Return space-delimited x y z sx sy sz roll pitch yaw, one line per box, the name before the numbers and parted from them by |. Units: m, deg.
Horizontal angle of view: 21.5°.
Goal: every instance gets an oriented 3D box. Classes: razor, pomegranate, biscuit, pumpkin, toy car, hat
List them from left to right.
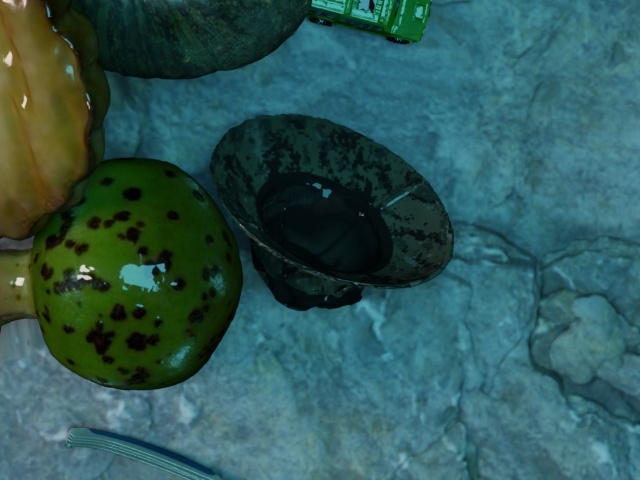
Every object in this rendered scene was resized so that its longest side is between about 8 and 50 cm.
biscuit | -0.331 -0.153 1.539 0.325 0.107 0.326 12 120 21
pomegranate | -0.212 0.055 1.636 0.286 0.231 0.231 -30 98 4
razor | -0.171 0.231 1.741 0.191 0.037 0.068 24 131 -7
pumpkin | -0.144 -0.321 1.599 0.291 0.257 0.328 3 102 3
hat | 0.000 0.000 1.704 0.265 0.265 0.128 9 128 -11
toy car | 0.036 -0.252 1.734 0.165 0.062 0.071 13 90 -11
